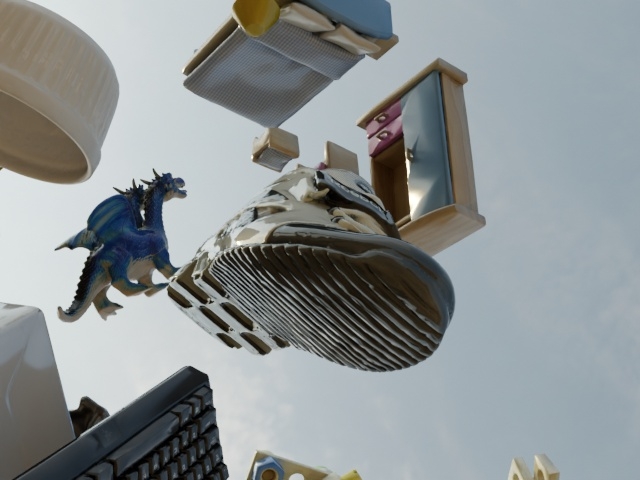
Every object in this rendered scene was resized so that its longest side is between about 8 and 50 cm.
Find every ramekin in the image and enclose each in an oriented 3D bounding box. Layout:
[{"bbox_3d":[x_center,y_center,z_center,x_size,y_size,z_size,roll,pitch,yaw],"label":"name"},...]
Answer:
[{"bbox_3d":[-0.305,-0.156,0.978,0.207,0.207,0.109,12,-114,23],"label":"ramekin"}]

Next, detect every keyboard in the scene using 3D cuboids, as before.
[{"bbox_3d":[-0.078,0.126,0.384,0.023,0.180,0.108,-1,-81,19],"label":"keyboard"}]

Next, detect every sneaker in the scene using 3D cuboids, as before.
[{"bbox_3d":[0.000,0.000,0.665,0.122,0.146,0.330,46,-20,-19],"label":"sneaker"}]

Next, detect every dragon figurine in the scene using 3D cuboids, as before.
[{"bbox_3d":[-0.244,0.006,1.107,0.085,0.289,0.144,-35,-93,35],"label":"dragon figurine"}]

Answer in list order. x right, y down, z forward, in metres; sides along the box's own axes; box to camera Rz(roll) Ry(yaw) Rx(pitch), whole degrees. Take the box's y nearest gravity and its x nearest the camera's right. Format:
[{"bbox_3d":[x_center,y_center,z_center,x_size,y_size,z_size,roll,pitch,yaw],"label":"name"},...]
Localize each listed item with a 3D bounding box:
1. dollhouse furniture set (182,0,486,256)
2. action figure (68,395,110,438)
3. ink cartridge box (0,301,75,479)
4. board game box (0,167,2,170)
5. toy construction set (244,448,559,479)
[{"bbox_3d":[-0.026,-0.099,0.994,0.286,0.303,0.198,-34,-134,41],"label":"dollhouse furniture set"},{"bbox_3d":[-0.329,0.238,0.762,0.330,0.178,0.341,16,-119,5],"label":"action figure"},{"bbox_3d":[-0.203,0.081,0.447,0.180,0.060,0.104,3,-67,29],"label":"ink cartridge box"},{"bbox_3d":[-0.461,-0.135,1.140,0.170,0.048,0.141,4,-45,49],"label":"board game box"},{"bbox_3d":[0.091,0.309,0.980,0.327,0.151,0.215,-5,-87,2],"label":"toy construction set"}]
